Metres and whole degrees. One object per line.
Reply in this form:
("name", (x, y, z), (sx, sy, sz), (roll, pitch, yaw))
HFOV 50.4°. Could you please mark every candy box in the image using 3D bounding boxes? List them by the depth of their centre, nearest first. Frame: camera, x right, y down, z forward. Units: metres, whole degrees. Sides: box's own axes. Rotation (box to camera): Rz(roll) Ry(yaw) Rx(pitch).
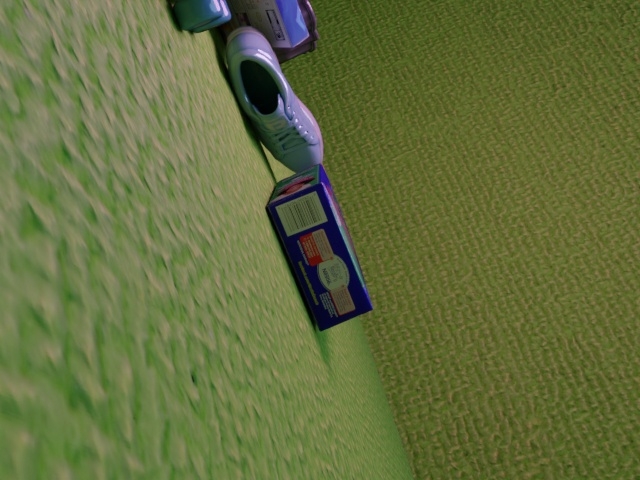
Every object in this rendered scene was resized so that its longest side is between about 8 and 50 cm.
("candy box", (0.000, 0.000, 1.397), (0.317, 0.122, 0.268), (-98, 167, -77))

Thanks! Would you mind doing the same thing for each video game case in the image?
("video game case", (-0.163, -0.544, 1.436), (0.244, 0.061, 0.269), (17, -41, 45))

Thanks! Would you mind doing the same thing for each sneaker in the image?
("sneaker", (-0.102, -0.264, 1.446), (0.366, 0.135, 0.150), (56, 18, -33))

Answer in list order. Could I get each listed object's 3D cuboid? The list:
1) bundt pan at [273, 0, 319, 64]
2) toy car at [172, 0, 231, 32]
("bundt pan", (-0.155, -0.567, 1.644), (0.331, 0.124, 0.331), (48, -14, 16))
("toy car", (-0.140, -0.470, 1.049), (0.210, 0.238, 0.219), (-95, 163, -75))
